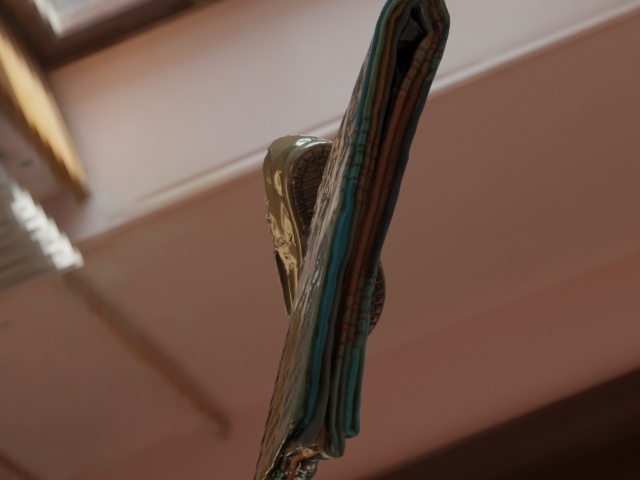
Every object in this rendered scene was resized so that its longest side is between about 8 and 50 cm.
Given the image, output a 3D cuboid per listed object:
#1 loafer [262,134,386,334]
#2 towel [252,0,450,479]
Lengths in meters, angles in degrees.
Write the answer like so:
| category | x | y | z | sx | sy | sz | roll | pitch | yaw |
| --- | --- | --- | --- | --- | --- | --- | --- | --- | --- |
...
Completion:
| category | x | y | z | sx | sy | sz | roll | pitch | yaw |
| --- | --- | --- | --- | --- | --- | --- | --- | --- | --- |
| loafer | 0.000 | 0.000 | 1.952 | 0.092 | 0.102 | 0.268 | -130 | -152 | -50 |
| towel | 0.010 | 0.026 | 1.183 | 0.370 | 0.040 | 0.271 | 112 | -8 | -74 |
